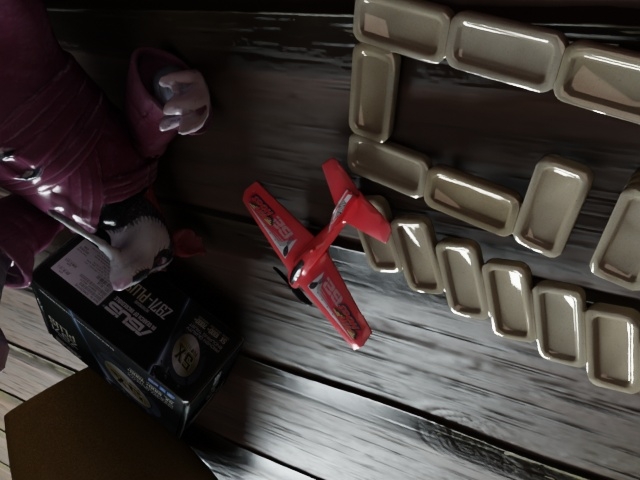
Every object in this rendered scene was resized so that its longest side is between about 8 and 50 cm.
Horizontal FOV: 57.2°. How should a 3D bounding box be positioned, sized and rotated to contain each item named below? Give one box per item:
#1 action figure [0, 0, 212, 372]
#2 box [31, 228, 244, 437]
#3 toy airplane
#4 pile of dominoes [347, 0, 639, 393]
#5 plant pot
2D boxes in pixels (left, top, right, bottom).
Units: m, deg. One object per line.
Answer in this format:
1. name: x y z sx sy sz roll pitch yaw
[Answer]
1. action figure: -0.218 -0.085 0.401 0.275 0.248 0.370 51 177 42
2. box: -0.176 0.092 0.564 0.180 0.077 0.147 37 148 4
3. toy airplane: 0.000 0.000 0.422 0.151 0.028 0.151 33 137 37
4. pile of dominoes: 0.127 -0.023 0.336 0.251 0.040 0.196 27 136 26
5. plant pot: -0.265 0.290 0.712 0.237 0.237 0.254 -34 87 45
